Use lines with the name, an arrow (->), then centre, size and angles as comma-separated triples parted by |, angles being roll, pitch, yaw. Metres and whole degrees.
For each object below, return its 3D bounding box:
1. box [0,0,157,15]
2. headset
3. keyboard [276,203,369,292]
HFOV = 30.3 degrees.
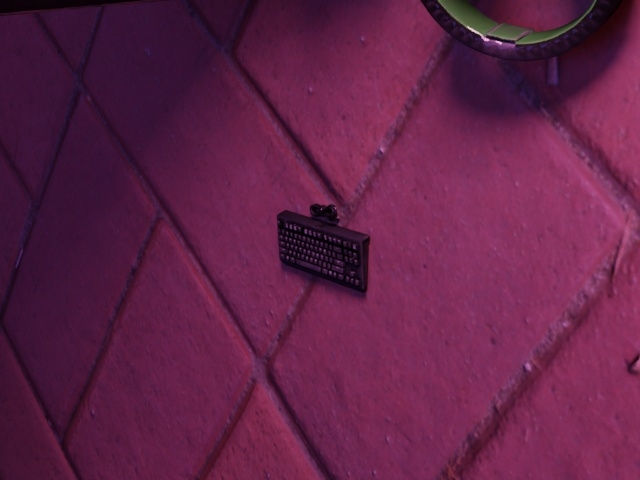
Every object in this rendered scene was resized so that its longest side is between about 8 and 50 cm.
box -> -0.307, -0.560, 1.475 | 0.297, 0.472, 0.480 | -47, 62, 51
headset -> 0.208, -0.378, 1.164 | 0.243, 0.185, 0.394 | 18, 129, 27
keyboard -> 0.000, 0.000, 1.596 | 0.180, 0.023, 0.108 | 17, 111, 47
